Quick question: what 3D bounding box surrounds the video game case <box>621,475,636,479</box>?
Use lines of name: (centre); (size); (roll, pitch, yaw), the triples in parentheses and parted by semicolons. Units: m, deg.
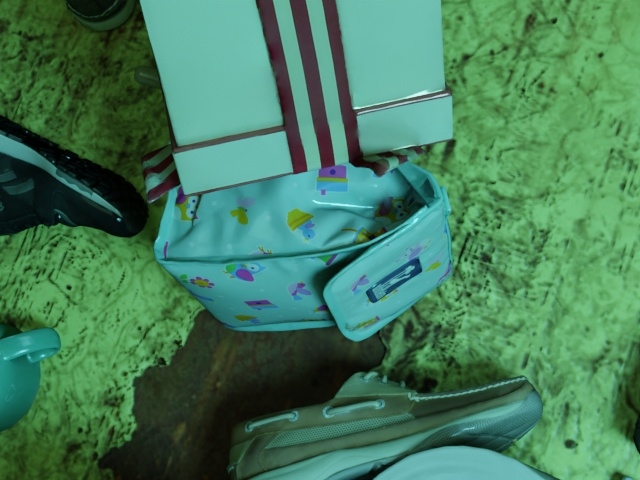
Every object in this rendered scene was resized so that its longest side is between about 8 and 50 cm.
video game case: (0.342, 0.354, 0.909); (0.201, 0.023, 0.183); (27, 85, 14)

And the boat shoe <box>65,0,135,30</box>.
boat shoe: (-0.273, -0.409, 1.144); (0.109, 0.091, 0.304); (-5, 78, 10)

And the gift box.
gift box: (-0.039, -0.179, 0.769); (0.255, 0.258, 0.276); (-10, 41, -1)

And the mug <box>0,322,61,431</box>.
mug: (-0.382, 0.137, 1.052); (0.129, 0.097, 0.157); (31, 86, 15)

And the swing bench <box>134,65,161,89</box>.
swing bench: (-0.034, -0.242, 1.032); (0.255, 0.165, 0.253); (11, 80, 8)

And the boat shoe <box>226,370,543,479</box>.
boat shoe: (0.056, 0.183, 0.951); (0.325, 0.123, 0.116); (-16, 59, 0)

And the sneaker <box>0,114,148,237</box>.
sneaker: (-0.326, -0.048, 1.093); (0.283, 0.107, 0.124); (27, 100, 18)

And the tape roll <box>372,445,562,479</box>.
tape roll: (0.131, 0.325, 0.817); (0.286, 0.100, 0.286); (-21, 55, 32)

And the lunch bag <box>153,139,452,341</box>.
lunch bag: (0.000, 0.000, 0.940); (0.262, 0.223, 0.160); (0, 69, 11)

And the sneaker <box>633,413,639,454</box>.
sneaker: (0.425, 0.225, 0.889); (0.286, 0.109, 0.130); (36, 97, 22)
